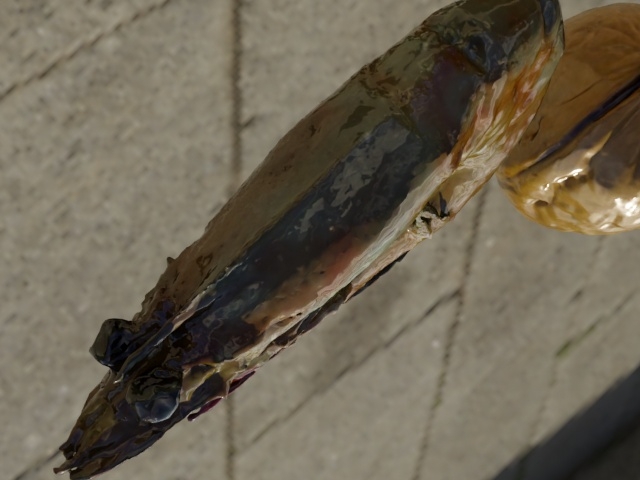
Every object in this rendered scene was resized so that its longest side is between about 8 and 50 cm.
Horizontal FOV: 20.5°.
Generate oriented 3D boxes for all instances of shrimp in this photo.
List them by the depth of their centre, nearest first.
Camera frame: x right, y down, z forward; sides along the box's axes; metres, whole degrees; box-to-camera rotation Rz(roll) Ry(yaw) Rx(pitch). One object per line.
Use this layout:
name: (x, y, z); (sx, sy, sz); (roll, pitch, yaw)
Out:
shrimp: (0.001, 0.001, 0.749); (0.294, 0.062, 0.154); (-39, 158, -14)

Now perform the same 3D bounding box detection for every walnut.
walnut: (0.183, -0.074, 1.133); (0.144, 0.144, 0.180); (-31, 176, -30)
